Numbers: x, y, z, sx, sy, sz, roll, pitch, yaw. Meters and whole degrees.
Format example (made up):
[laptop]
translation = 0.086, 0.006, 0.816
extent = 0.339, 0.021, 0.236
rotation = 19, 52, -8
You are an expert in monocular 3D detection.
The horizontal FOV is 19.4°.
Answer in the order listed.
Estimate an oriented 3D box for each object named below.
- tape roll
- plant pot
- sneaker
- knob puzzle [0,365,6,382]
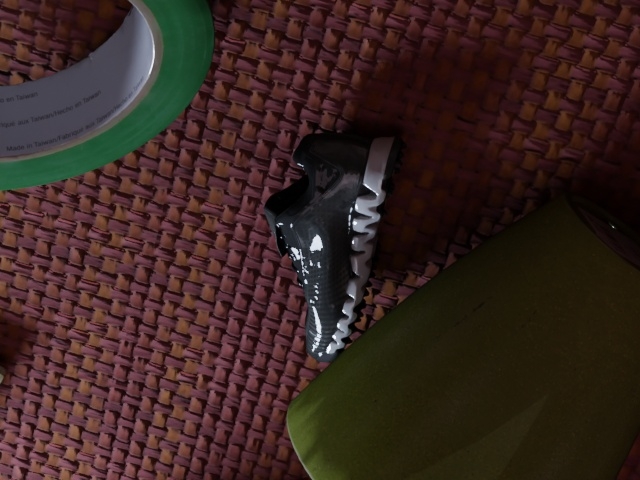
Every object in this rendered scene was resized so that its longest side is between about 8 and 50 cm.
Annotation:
[tape roll]
translation = -0.244, -0.160, 1.439
extent = 0.321, 0.077, 0.321
rotation = -11, 148, -7
[plant pot]
translation = 0.167, 0.114, 1.567
extent = 0.275, 0.275, 0.293
rotation = 33, 107, -15
[sneaker]
translation = 0.000, 0.000, 1.611
extent = 0.106, 0.078, 0.234
rotation = 15, 125, 4
[knob puzzle]
translation = -0.421, 0.133, 1.814
extent = 0.213, 0.030, 0.213
rotation = 5, 128, 7
